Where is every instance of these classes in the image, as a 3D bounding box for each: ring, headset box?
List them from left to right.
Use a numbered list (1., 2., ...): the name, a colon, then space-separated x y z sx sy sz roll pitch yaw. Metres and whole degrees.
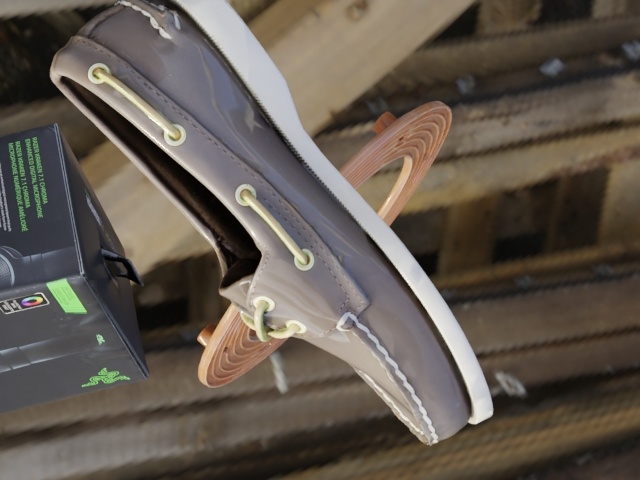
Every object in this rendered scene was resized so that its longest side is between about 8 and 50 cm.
1. headset box: -0.282 0.044 1.193 0.283 0.131 0.246 -14 156 -1
2. ring: 0.000 0.000 1.396 0.336 0.032 0.336 -47 169 -11

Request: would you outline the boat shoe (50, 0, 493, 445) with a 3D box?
1. boat shoe: -0.024 -0.002 0.881 0.097 0.116 0.324 -40 101 -16
